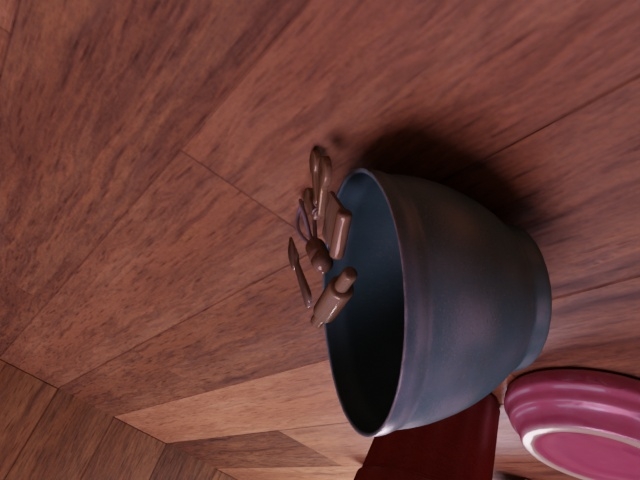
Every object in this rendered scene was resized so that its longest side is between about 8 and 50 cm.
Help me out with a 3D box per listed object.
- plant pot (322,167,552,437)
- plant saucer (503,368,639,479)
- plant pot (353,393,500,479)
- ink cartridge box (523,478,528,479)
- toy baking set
[{"bbox_3d":[0.132,0.067,0.746,0.196,0.293,0.293,1,153,-14],"label":"plant pot"},{"bbox_3d":[0.469,0.327,1.082,0.332,0.084,0.332,18,149,11],"label":"plant saucer"},{"bbox_3d":[0.203,0.400,1.195,0.272,0.265,0.272,16,149,10],"label":"plant pot"},{"bbox_3d":[0.519,0.751,1.478,0.353,0.119,0.207,58,170,35],"label":"ink cartridge box"},{"bbox_3d":[0.001,0.005,0.801,0.030,0.197,0.256,0,150,-14],"label":"toy baking set"}]
